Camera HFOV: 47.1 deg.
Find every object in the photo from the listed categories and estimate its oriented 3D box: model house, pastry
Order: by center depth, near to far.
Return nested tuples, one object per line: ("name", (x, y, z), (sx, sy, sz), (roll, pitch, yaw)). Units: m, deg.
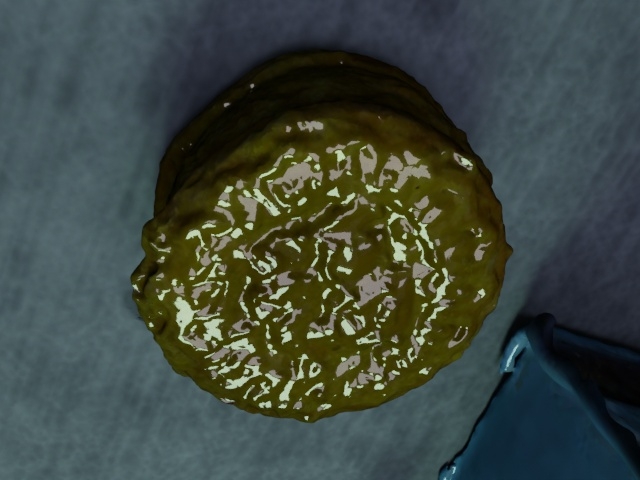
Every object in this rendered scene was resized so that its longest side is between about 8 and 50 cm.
("pastry", (0.000, 0.000, 0.391), (0.188, 0.103, 0.189), (-4, 118, -7))
("model house", (0.250, 0.213, 0.473), (0.303, 0.237, 0.216), (16, 113, -18))
